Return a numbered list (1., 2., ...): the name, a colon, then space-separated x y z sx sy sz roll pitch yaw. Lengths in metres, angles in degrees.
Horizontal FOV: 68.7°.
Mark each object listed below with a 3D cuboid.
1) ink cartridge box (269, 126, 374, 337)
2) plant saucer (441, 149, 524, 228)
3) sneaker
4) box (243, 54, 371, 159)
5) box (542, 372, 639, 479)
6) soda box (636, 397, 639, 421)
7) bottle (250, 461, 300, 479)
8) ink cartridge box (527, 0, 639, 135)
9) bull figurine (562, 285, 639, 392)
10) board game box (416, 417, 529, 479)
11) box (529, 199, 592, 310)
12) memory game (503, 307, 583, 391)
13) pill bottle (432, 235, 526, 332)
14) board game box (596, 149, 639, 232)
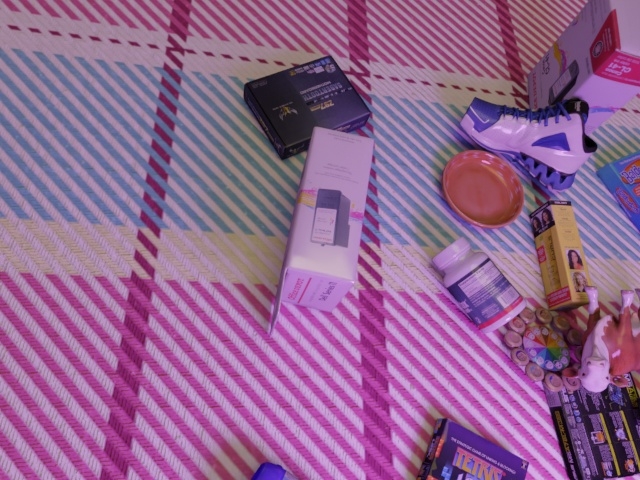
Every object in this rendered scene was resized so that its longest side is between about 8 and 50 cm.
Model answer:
1. ink cartridge box: 0.000 0.000 0.860 0.119 0.207 0.353 13 67 -5
2. plant saucer: 0.369 -0.115 1.080 0.200 0.037 0.199 4 68 -11
3. sneaker: 0.500 -0.267 1.077 0.316 0.182 0.127 31 45 -1
4. box: -0.030 -0.306 1.062 0.233 0.059 0.183 -26 76 -20
5. box: 0.551 0.360 0.918 0.184 0.045 0.190 -1 67 -15
6. soda box: 0.697 0.349 0.917 0.169 0.060 0.053 22 63 -25
7. bottle: -0.002 0.472 0.727 0.283 0.092 0.118 35 64 4
8. ink cartridge box: 0.634 -0.402 1.106 0.131 0.306 0.226 12 66 -7
9. bull figurine: 0.589 0.188 0.916 0.311 0.101 0.188 5 90 -33
10. board game box: 0.267 0.421 0.830 0.170 0.048 0.141 28 66 0
11. box: 0.524 0.032 1.025 0.058 0.087 0.232 2 69 -10
12. memory game: 0.463 0.215 0.951 0.186 0.012 0.186 5 52 -7
13. pill bottle: 0.314 0.085 0.946 0.108 0.108 0.180 -32 77 -22
14. board game box: 0.818 -0.120 1.170 0.160 0.047 0.210 -22 73 -19
